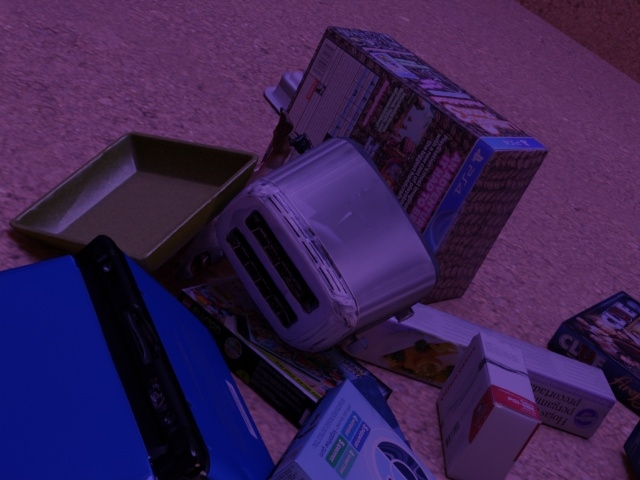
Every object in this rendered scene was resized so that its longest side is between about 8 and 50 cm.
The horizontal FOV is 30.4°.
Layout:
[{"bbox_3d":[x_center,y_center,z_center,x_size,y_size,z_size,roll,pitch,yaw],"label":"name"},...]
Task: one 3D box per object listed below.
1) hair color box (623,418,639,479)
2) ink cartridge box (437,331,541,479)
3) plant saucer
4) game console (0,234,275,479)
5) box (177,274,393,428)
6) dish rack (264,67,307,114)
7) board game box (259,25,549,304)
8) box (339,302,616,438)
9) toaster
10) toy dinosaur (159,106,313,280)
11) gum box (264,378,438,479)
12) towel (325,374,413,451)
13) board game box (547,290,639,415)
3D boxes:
[{"bbox_3d":[0.439,0.283,1.188,0.174,0.105,0.347,26,15,-6],"label":"hair color box"},{"bbox_3d":[0.168,0.172,1.191,0.056,0.099,0.135,23,25,-10],"label":"ink cartridge box"},{"bbox_3d":[-0.181,-0.034,1.185,0.188,0.045,0.188,13,42,34],"label":"plant saucer"},{"bbox_3d":[-0.181,0.147,0.967,0.250,0.173,0.293,49,6,-42],"label":"game console"},{"bbox_3d":[-0.039,0.113,1.172,0.207,0.036,0.114,37,25,21],"label":"box"},{"bbox_3d":[0.090,-0.165,1.831,0.286,0.072,0.333,8,29,-36],"label":"dish rack"},{"bbox_3d":[0.096,-0.098,1.498,0.291,0.232,0.141,41,27,27],"label":"board game box"},{"bbox_3d":[0.174,0.135,1.316,0.324,0.063,0.067,20,26,-16],"label":"box"},{"bbox_3d":[0.000,0.000,1.162,0.146,0.129,0.227,-29,85,-42],"label":"toaster"},{"bbox_3d":[-0.088,-0.037,1.338,0.127,0.200,0.296,63,6,6],"label":"toy dinosaur"},{"bbox_3d":[0.050,0.222,0.968,0.184,0.041,0.157,49,24,-2],"label":"gum box"},{"bbox_3d":[0.054,0.181,1.086,0.067,0.029,0.119,-8,66,-56],"label":"towel"},{"bbox_3d":[0.422,0.149,1.575,0.165,0.042,0.243,37,25,22],"label":"board game box"}]
